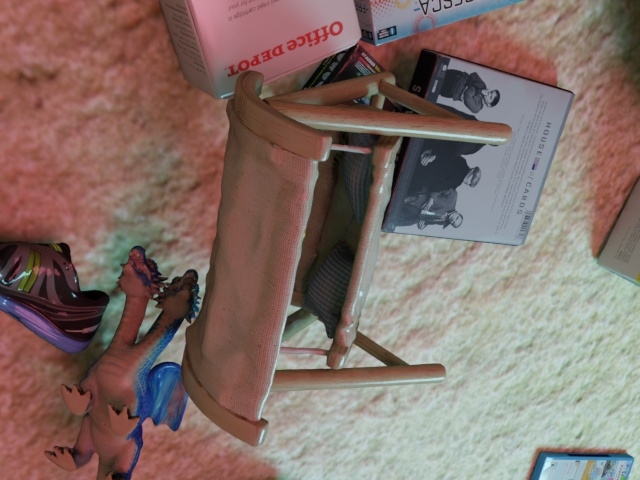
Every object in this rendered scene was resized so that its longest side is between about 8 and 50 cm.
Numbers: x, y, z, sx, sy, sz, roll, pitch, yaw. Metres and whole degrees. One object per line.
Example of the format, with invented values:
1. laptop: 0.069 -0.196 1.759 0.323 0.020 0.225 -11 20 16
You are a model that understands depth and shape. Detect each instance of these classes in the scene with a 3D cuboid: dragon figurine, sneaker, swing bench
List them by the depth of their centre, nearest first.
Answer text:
1. swing bench: 0.000 0.000 0.921 0.254 0.165 0.253 -8 120 -46
2. sneaker: -0.254 0.023 0.927 0.188 0.067 0.078 44 74 -39
3. dragon figurine: -0.172 0.146 0.984 0.144 0.085 0.289 -55 162 -54

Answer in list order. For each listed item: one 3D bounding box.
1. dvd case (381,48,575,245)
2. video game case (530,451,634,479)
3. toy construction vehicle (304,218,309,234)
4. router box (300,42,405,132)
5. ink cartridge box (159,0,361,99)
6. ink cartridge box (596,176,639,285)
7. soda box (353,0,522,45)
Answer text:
1. dvd case: 0.159 -0.087 1.117 0.238 0.029 0.179 5 107 -46
2. video game case: 0.331 0.333 1.426 0.166 0.015 0.119 8 104 -33
3. toy construction vehicle: -0.052 -0.010 1.045 0.098 0.035 0.086 -29 122 -18
4. router box: 0.037 -0.121 1.052 0.122 0.038 0.092 39 87 -36
5. ink cartridge box: -0.065 -0.241 0.913 0.148 0.086 0.203 -26 121 -20
6. ink cartridge box: 0.441 0.017 1.268 0.128 0.176 0.127 24 93 -36
7. soda box: 0.110 -0.240 1.036 0.183 0.058 0.063 -20 118 -22
